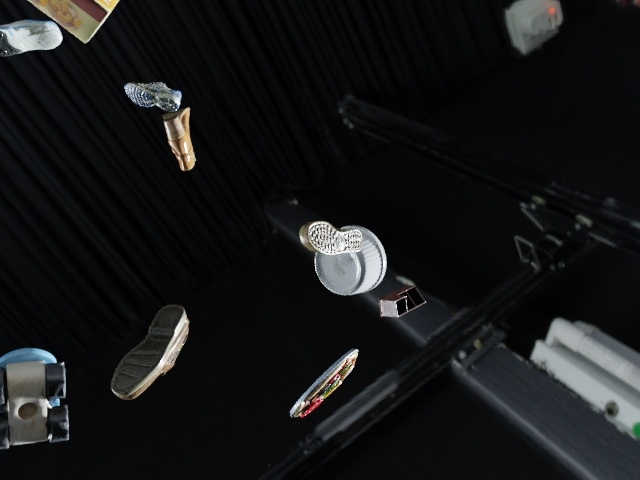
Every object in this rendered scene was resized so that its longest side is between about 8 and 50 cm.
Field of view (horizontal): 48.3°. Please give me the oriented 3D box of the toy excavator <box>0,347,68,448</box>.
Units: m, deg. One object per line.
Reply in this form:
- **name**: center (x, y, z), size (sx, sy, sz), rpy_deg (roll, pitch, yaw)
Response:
- **toy excavator**: center (-0.920, 0.508, 2.250), size (0.222, 0.433, 0.445), rpy_deg (-3, -163, -22)

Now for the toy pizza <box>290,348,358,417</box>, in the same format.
- **toy pizza**: center (0.015, 0.310, 1.527), size (0.201, 0.201, 0.032), rpy_deg (-41, -104, -20)

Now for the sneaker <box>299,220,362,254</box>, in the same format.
- **sneaker**: center (0.000, 0.000, 1.442), size (0.086, 0.192, 0.064), rpy_deg (-4, -96, 36)

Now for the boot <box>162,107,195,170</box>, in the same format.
- **boot**: center (-0.395, -0.290, 2.034), size (0.072, 0.152, 0.197), rpy_deg (-12, -157, 7)

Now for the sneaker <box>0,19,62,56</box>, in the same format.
- **sneaker**: center (-0.833, -0.560, 1.950), size (0.237, 0.085, 0.086), rpy_deg (-15, -128, -35)

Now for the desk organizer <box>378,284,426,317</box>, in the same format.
- **desk organizer**: center (0.205, 0.150, 1.774), size (0.050, 0.047, 0.130), rpy_deg (1, -166, 42)

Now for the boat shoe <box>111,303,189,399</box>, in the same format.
- **boat shoe**: center (-0.428, 0.309, 1.872), size (0.110, 0.104, 0.307), rpy_deg (9, -138, 23)

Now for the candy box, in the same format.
- **candy box**: center (-0.446, -0.518, 1.329), size (0.087, 0.183, 0.316), rpy_deg (-39, -153, 31)

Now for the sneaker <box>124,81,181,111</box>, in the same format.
- **sneaker**: center (-0.389, -0.344, 1.671), size (0.135, 0.052, 0.058), rpy_deg (18, -129, 0)

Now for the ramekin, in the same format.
- **ramekin**: center (0.079, 0.065, 2.117), size (0.207, 0.207, 0.109), rpy_deg (0, -169, 36)
